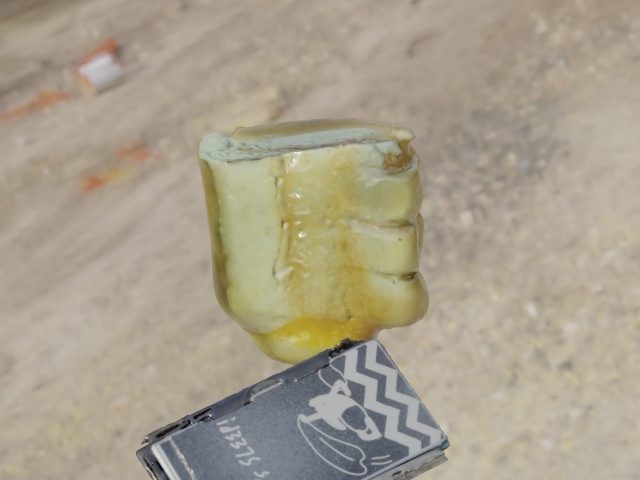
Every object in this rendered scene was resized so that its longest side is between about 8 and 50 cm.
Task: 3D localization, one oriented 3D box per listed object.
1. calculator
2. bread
[{"bbox_3d":[-0.022,0.199,1.680,0.274,0.028,0.166,-23,59,-22],"label":"calculator"},{"bbox_3d":[0.000,0.000,2.381,0.300,0.341,0.210,-8,17,5],"label":"bread"}]
